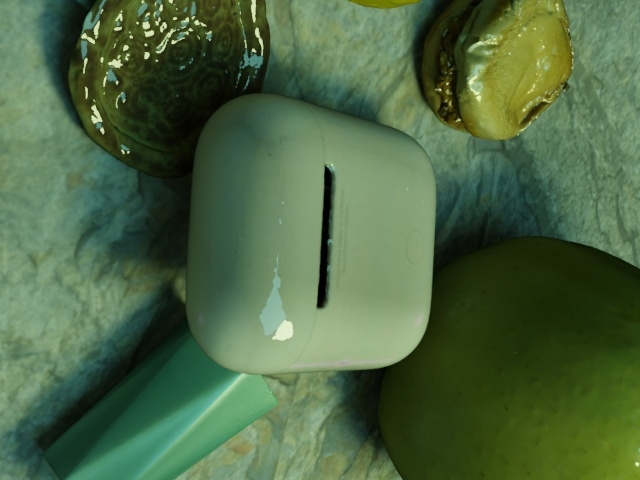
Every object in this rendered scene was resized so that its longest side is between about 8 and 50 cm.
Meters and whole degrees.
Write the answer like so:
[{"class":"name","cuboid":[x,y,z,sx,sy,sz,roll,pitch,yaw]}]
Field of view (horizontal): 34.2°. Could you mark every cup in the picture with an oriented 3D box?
[{"class":"cup","cuboid":[-0.184,0.198,1.148,0.236,0.148,0.134,-37,157,-16]}]

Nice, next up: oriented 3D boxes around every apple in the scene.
[{"class":"apple","cuboid":[0.317,0.221,1.390,0.474,0.474,0.473,-19,123,-33]}]

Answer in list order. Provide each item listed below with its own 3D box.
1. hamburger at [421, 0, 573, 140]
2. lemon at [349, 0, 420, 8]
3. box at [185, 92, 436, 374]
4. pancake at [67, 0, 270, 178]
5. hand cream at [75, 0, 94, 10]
[{"class":"hamburger","cuboid":[0.221,-0.225,1.289,0.214,0.108,0.213,-20,124,-32]},{"class":"lemon","cuboid":[0.059,-0.331,1.036,0.231,0.192,0.192,11,104,-51]},{"class":"box","cuboid":[0.001,0.000,1.136,0.349,0.141,0.288,7,86,-51]},{"class":"pancake","cuboid":[-0.141,-0.183,1.044,0.250,0.031,0.250,-26,130,-35]},{"class":"hand cream","cuboid":[-0.248,-0.279,0.889,0.312,0.070,0.111,22,97,-49]}]
